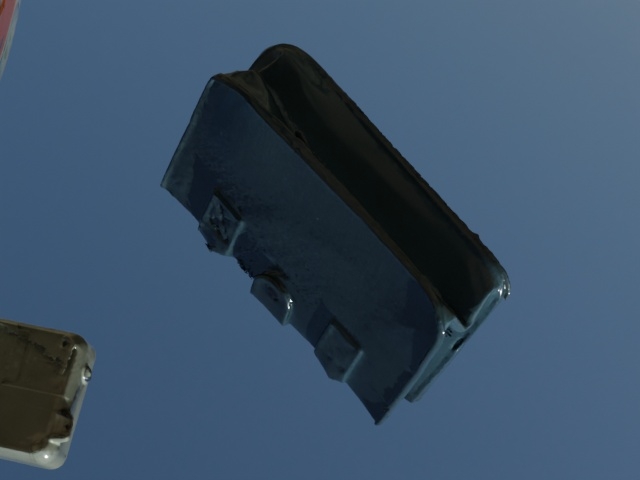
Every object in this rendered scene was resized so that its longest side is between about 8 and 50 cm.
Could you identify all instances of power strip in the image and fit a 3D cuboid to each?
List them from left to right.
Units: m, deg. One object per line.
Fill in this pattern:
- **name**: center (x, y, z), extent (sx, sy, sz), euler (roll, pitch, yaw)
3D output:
- **power strip**: center (-0.226, 0.081, 1.062), extent (0.192, 0.081, 0.035), euler (9, 163, 18)

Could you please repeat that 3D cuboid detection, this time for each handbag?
- **handbag**: center (0.000, 0.000, 1.149), extent (0.062, 0.179, 0.229), euler (-34, -104, -35)

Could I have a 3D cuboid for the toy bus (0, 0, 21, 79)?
- **toy bus**: center (-0.248, -0.061, 0.978), extent (0.121, 0.265, 0.120), euler (21, -171, 8)
